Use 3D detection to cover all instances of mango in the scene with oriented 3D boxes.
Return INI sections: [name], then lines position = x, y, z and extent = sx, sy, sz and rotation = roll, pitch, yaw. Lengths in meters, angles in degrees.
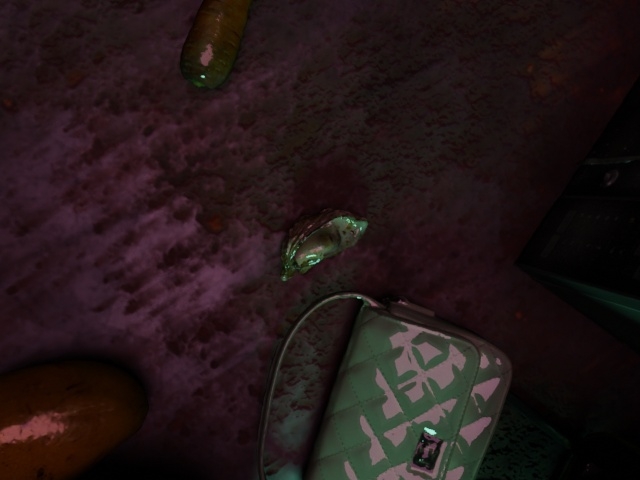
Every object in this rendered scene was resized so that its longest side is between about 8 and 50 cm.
[mango]
position = -0.242, 0.160, 0.424
extent = 0.165, 0.089, 0.115
rotation = -34, 103, -7

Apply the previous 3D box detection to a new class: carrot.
[carrot]
position = -0.075, -0.226, 0.434
extent = 0.047, 0.047, 0.191
rotation = 20, 92, -11

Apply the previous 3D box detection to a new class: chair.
[chair]
position = 0.277, 0.282, 0.487
extent = 0.247, 0.159, 0.172
rotation = 22, 95, -9

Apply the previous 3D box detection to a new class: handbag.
[handbag]
position = 0.049, 0.178, 0.482
extent = 0.219, 0.079, 0.256
rotation = 18, 91, -7

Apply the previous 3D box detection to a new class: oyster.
[oyster]
position = 0.000, 0.000, 0.485
extent = 0.083, 0.038, 0.080
rotation = -2, 124, -36

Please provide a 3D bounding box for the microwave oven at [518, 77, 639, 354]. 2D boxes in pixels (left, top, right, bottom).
[microwave oven]
position = 0.473, -0.053, 0.443
extent = 0.374, 0.236, 0.432
rotation = 34, 90, -11
